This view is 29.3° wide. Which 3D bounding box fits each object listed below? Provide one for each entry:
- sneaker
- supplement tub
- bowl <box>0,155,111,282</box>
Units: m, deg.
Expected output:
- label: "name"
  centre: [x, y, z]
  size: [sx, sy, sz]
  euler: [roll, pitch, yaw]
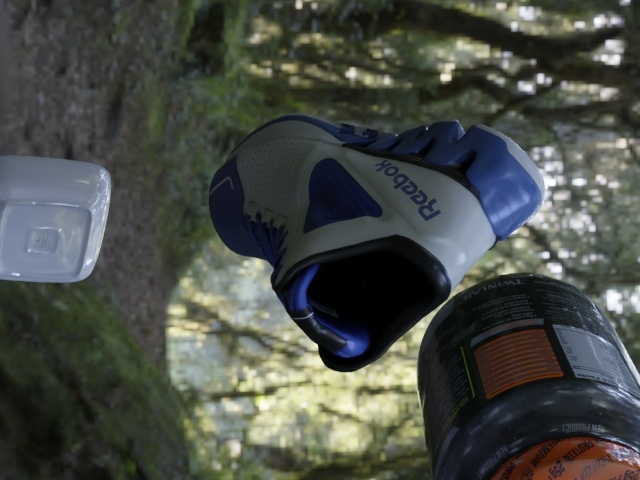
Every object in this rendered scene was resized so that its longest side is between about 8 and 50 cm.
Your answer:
- label: "sneaker"
  centre: [0.001, 0.000, 0.957]
  size: [0.315, 0.182, 0.127]
  euler: [0, -48, 46]
- label: "supplement tub"
  centre: [0.196, 0.177, 1.081]
  size: [0.338, 0.207, 0.207]
  euler: [-88, 180, -70]
- label: "bowl"
  centre: [-0.288, -0.012, 1.258]
  size: [0.053, 0.142, 0.142]
  euler: [-116, -142, -50]
